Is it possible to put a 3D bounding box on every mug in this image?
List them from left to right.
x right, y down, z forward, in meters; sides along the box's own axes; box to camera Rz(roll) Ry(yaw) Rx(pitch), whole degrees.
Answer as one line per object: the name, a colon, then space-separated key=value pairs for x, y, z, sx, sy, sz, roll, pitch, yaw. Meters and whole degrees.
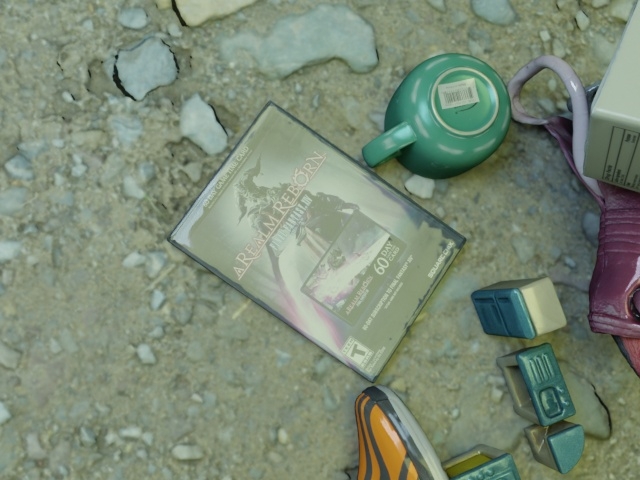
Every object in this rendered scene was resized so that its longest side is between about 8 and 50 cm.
mug: x=0.137 y=-0.129 z=0.736 sx=0.130 sy=0.097 sz=0.157 roll=30 pitch=80 yaw=-4

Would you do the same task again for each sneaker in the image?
sneaker: x=0.050 y=0.318 z=0.662 sx=0.180 sy=0.124 sz=0.320 roll=-17 pitch=86 yaw=-10

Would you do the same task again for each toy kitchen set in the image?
toy kitchen set: x=0.179 y=0.164 z=0.698 sx=0.166 sy=0.122 sz=0.207 roll=-20 pitch=87 yaw=-10

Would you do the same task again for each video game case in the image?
video game case: x=0.000 y=0.000 z=0.741 sx=0.274 sy=0.026 sz=0.196 roll=35 pitch=80 yaw=-4

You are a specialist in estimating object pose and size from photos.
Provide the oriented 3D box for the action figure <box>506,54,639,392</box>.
action figure: x=0.336 y=-0.012 z=0.677 sx=0.276 sy=0.248 sz=0.369 roll=12 pitch=80 yaw=-6

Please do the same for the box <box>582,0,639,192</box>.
box: x=0.353 y=-0.097 z=0.542 sx=0.233 sy=0.148 sz=0.126 roll=22 pitch=83 yaw=23
